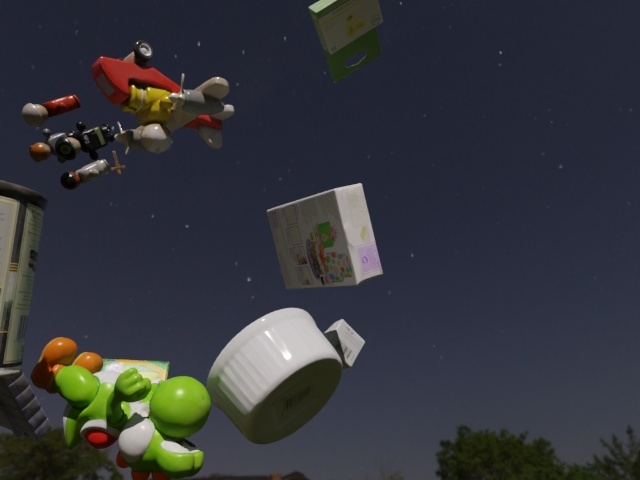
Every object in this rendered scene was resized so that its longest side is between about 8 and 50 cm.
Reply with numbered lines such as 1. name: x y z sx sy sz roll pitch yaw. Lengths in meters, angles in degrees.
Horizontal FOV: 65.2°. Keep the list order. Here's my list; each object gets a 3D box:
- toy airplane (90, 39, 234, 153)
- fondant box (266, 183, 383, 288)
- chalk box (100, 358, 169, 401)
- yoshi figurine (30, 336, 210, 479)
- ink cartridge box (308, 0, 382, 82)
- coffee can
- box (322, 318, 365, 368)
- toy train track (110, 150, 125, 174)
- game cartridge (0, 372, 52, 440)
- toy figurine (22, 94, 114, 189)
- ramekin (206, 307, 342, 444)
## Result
1. toy airplane: -0.451 -0.369 1.501 0.385 0.272 0.386 7 -24 -1
2. fondant box: 0.000 0.000 1.337 0.096 0.238 0.330 -15 3 -35
3. chalk box: -0.489 0.382 1.230 0.213 0.132 0.132 5 -49 -13
4. yoshi figurine: -0.349 0.294 0.949 0.362 0.203 0.203 25 -64 20
5. ink cartridge box: 0.083 -0.544 1.322 0.171 0.056 0.235 -33 -42 -5
6. coffee can: -0.537 0.056 0.741 0.202 0.275 0.201 3 -10 0
7. box: 0.053 0.304 1.449 0.101 0.102 0.087 46 -40 -10
8. toy train track: -0.716 -0.273 1.759 0.048 0.083 0.014 -13 10 -12
9. game cartridge: -0.814 0.337 1.174 0.355 0.068 0.230 8 -53 22
10. toy figurine: -0.675 -0.256 1.333 0.213 0.148 0.209 42 -43 7
11. ramekin: -0.084 0.292 1.051 0.277 0.135 0.277 -28 -40 -26
